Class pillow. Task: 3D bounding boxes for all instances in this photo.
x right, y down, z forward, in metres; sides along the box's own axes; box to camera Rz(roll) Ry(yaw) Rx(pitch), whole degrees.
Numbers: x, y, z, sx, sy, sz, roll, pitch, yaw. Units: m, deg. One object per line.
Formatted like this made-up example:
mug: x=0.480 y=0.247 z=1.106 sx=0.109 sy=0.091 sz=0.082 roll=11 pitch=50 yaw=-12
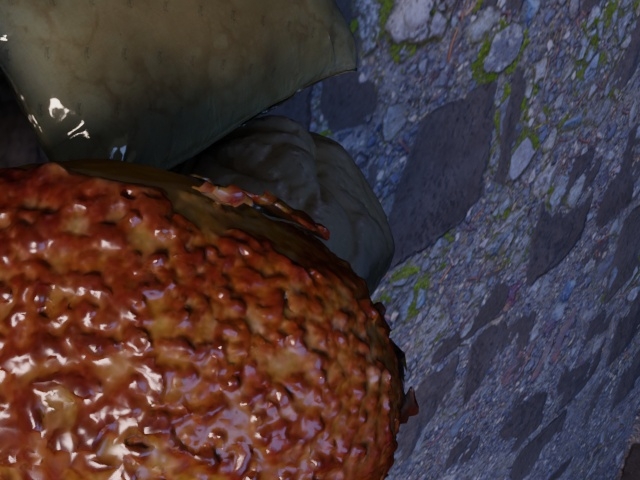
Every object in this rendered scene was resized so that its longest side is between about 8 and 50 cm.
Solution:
pillow: x=-0.100 y=-0.159 z=0.718 sx=0.302 sy=0.075 sz=0.185 roll=-36 pitch=105 yaw=-32

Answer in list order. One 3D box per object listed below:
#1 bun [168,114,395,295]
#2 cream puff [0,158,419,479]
bun: x=-0.075 y=0.018 z=0.817 sx=0.281 sy=0.205 sz=0.281 roll=-42 pitch=-179 yaw=1
cream puff: x=-0.119 y=0.115 z=0.557 sx=0.350 sy=0.350 sz=0.229 roll=79 pitch=17 yaw=-46
